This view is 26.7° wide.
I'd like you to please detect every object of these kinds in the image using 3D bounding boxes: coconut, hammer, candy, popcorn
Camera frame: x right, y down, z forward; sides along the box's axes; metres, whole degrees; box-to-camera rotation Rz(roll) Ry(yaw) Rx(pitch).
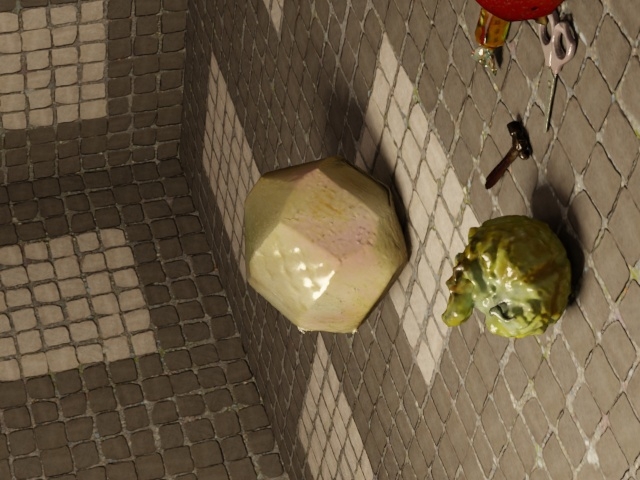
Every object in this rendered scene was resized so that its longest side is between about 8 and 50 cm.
[{"bbox_3d":[0.000,0.000,2.642,0.352,0.352,0.353,170,90,-74],"label":"coconut"},{"bbox_3d":[0.287,-0.124,2.103,0.178,0.021,0.065,115,142,-67],"label":"hammer"},{"bbox_3d":[0.258,-0.327,2.020,0.053,0.046,0.182,-119,27,-43],"label":"candy"},{"bbox_3d":[0.268,0.064,1.986,0.198,0.212,0.198,-15,-90,-74],"label":"popcorn"}]

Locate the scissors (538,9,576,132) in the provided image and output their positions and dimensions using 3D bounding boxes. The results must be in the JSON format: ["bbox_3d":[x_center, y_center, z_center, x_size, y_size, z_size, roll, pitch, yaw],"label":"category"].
[{"bbox_3d":[0.328,-0.234,1.907,0.100,0.015,0.189,-120,23,-52],"label":"scissors"}]

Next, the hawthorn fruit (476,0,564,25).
[{"bbox_3d":[0.265,-0.369,1.790,0.188,0.169,0.169,58,-179,-41],"label":"hawthorn fruit"}]
